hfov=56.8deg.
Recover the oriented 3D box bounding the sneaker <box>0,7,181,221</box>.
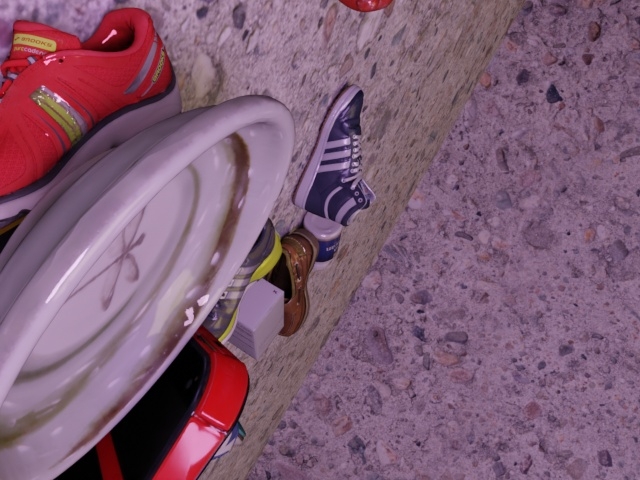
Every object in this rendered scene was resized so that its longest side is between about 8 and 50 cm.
[{"bbox_3d":[-0.230,-0.111,0.474,0.279,0.107,0.118,-51,146,-42],"label":"sneaker"}]

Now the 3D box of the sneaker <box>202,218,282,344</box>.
[{"bbox_3d":[-0.171,0.063,1.001,0.121,0.111,0.300,84,31,-57],"label":"sneaker"}]

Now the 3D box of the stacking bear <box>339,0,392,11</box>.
[{"bbox_3d":[0.120,-0.453,0.845,0.289,0.175,0.164,-52,168,-2],"label":"stacking bear"}]

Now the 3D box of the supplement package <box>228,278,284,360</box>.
[{"bbox_3d":[-0.146,0.156,1.237,0.105,0.105,0.179,-51,164,-27],"label":"supplement package"}]

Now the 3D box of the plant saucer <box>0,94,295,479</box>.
[{"bbox_3d":[-0.173,0.030,0.521,0.400,0.101,0.400,-55,174,-9],"label":"plant saucer"}]

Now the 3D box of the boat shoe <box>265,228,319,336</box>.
[{"bbox_3d":[-0.089,0.115,1.384,0.104,0.111,0.307,-38,145,-48],"label":"boat shoe"}]

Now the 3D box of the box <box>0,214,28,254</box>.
[{"bbox_3d":[-0.326,0.121,0.600,0.322,0.079,0.257,-46,162,-44],"label":"box"}]

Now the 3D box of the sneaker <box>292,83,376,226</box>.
[{"bbox_3d":[0.063,-0.163,1.216,0.282,0.153,0.099,-65,166,21],"label":"sneaker"}]

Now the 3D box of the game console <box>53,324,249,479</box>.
[{"bbox_3d":[-0.246,0.257,0.752,0.342,0.060,0.386,-58,-156,-9],"label":"game console"}]

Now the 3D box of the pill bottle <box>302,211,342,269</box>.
[{"bbox_3d":[0.000,0.000,1.451,0.094,0.094,0.169,-51,164,-31],"label":"pill bottle"}]

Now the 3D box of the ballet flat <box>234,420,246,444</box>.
[{"bbox_3d":[-0.267,0.394,1.313,0.139,0.139,0.400,-54,161,-23],"label":"ballet flat"}]

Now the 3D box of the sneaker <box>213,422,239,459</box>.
[{"bbox_3d":[-0.242,0.308,1.045,0.296,0.112,0.131,20,94,-52],"label":"sneaker"}]
